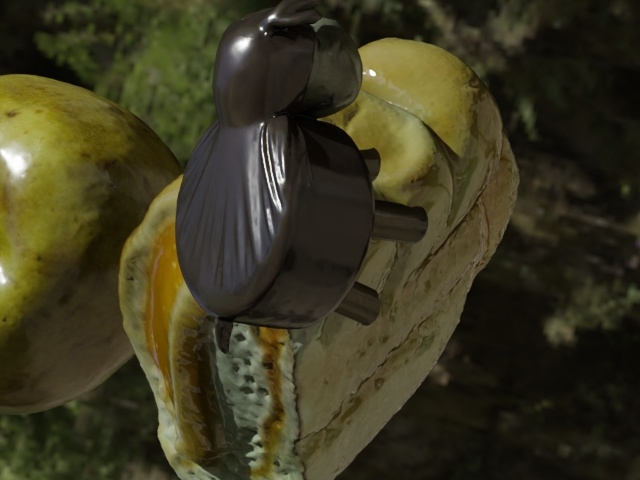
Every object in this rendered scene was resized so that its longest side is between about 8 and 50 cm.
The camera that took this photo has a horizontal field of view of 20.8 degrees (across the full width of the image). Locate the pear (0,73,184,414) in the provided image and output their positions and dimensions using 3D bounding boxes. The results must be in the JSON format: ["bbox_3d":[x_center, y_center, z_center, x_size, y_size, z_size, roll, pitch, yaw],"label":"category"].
[{"bbox_3d":[-0.261,-0.001,1.568,0.304,0.304,0.304,15,-90,-84],"label":"pear"}]

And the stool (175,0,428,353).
[{"bbox_3d":[-0.013,-0.039,1.015,0.125,0.121,0.217,10,94,56],"label":"stool"}]

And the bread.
[{"bbox_3d":[0.000,0.000,1.315,0.341,0.210,0.300,-46,-25,-31],"label":"bread"}]
